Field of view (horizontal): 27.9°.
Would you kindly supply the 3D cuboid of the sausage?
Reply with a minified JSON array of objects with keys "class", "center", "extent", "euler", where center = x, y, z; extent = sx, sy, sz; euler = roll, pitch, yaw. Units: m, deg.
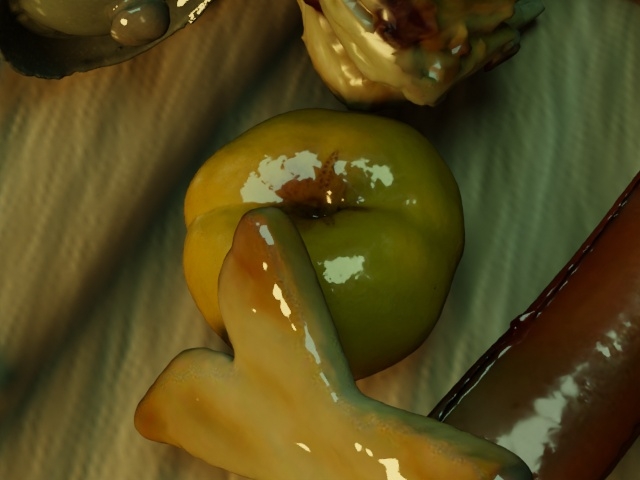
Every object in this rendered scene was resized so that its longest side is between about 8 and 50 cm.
[{"class":"sausage","center":[0.170,0.047,0.731],"extent":[0.102,0.102,0.330],"euler":[35,68,23]}]

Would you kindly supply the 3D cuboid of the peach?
[{"class":"peach","center":[0.000,0.000,0.771],"extent":[0.179,0.103,0.179],"euler":[-4,56,5]}]

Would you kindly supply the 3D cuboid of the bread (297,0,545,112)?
[{"class":"bread","center":[0.042,-0.292,0.834],"extent":[0.192,0.370,0.314],"euler":[-4,26,45]}]

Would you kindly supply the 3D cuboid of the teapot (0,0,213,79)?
[{"class":"teapot","center":[-0.211,-0.226,0.857],"extent":[0.305,0.223,0.285],"euler":[-24,66,-26]}]

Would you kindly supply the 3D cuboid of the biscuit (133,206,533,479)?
[{"class":"biscuit","center":[0.000,0.105,0.666],"extent":[0.208,0.164,0.047],"euler":[46,29,25]}]
